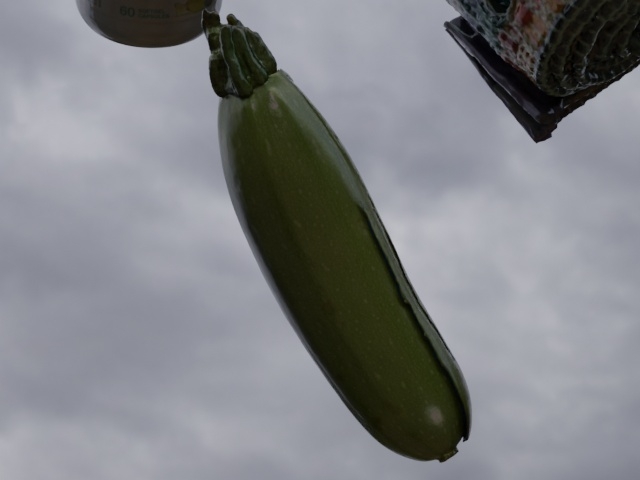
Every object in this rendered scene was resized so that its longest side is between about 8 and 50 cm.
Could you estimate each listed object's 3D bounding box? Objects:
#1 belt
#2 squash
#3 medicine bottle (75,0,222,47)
[{"bbox_3d":[0.243,-0.227,1.393,0.295,0.160,0.207,-40,-21,5],"label":"belt"},{"bbox_3d":[0.000,0.000,1.162,0.094,0.341,0.094,-28,11,6],"label":"squash"},{"bbox_3d":[-0.147,-0.289,1.532,0.135,0.135,0.215,-6,-51,-16],"label":"medicine bottle"}]
